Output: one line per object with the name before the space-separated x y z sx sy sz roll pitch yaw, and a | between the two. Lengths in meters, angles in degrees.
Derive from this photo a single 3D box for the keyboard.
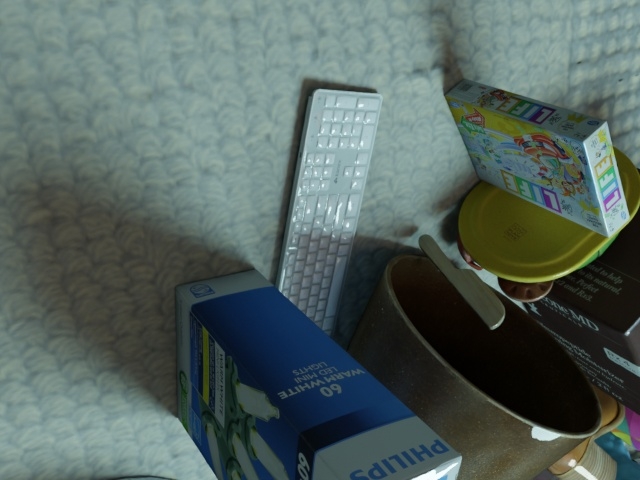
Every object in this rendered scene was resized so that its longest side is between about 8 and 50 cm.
keyboard | 0.000 0.000 0.613 0.072 0.014 0.256 -2 113 -33

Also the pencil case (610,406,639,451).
pencil case | 0.456 0.245 0.899 0.104 0.236 0.104 -8 108 -28

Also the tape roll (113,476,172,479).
tape roll | -0.180 0.348 0.608 0.286 0.100 0.286 -15 120 -27

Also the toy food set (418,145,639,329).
toy food set | 0.201 -0.005 0.684 0.218 0.128 0.071 -37 145 -12

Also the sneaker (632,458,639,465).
sneaker | 0.411 0.394 1.015 0.292 0.110 0.118 -8 112 -22

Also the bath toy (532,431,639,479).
bath toy | 0.234 0.301 0.845 0.348 0.151 0.129 1 75 -31

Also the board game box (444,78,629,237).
board game box | 0.179 -0.073 0.605 0.026 0.154 0.103 -41 128 -10

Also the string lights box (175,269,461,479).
string lights box | -0.020 0.136 0.507 0.076 0.259 0.133 -11 117 -29

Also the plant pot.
plant pot | 0.088 0.168 0.652 0.215 0.215 0.230 15 119 -37

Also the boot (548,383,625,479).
boot | 0.275 0.183 0.839 0.152 0.197 0.073 41 119 -4

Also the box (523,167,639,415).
box | 0.329 0.054 0.757 0.167 0.168 0.203 -45 128 -6
